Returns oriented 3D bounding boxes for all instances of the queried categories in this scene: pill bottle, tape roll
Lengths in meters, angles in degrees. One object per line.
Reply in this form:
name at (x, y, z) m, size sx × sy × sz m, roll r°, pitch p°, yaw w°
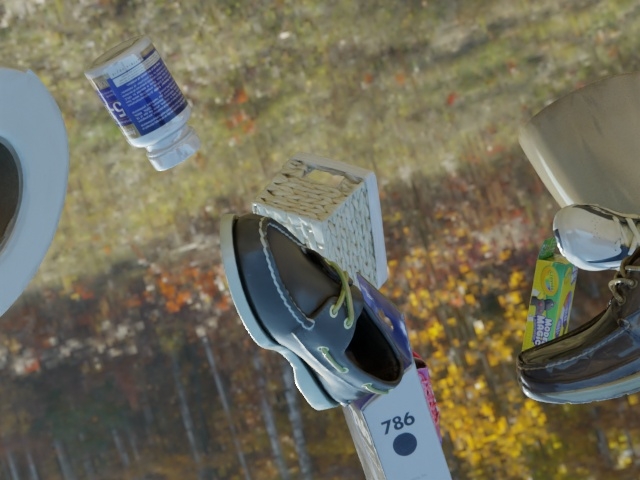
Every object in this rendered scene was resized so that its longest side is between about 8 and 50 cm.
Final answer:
pill bottle at (-0.261, -0.204, 1.691) m, size 0.112 × 0.186 × 0.112 m, roll -26°, pitch -159°, yaw 11°
tape roll at (-0.353, -0.050, 0.939) m, size 0.169 × 0.246 × 0.246 m, roll 19°, pitch -168°, yaw 21°

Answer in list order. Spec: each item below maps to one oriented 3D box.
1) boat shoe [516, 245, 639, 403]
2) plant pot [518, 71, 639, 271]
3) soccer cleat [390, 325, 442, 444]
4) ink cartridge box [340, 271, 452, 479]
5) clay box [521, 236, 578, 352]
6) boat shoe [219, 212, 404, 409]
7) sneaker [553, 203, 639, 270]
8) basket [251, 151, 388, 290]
boat shoe at (0.372, 0.066, 1.225) m, size 0.356 × 0.130 × 0.132 m, roll -22°, pitch -171°, yaw 2°
plant pot at (0.498, -0.096, 1.864) m, size 0.257 × 0.274 × 0.256 m, roll -16°, pitch 161°, yaw -6°
soccer cleat at (0.126, 0.214, 1.562) m, size 0.095 × 0.248 × 0.083 m, roll -28°, pitch -147°, yaw 11°
ink cartridge box at (0.075, 0.205, 1.040) m, size 0.065 × 0.332 × 0.165 m, roll -19°, pitch -167°, yaw -7°
clay box at (0.383, 0.107, 1.859) m, size 0.053 × 0.222 × 0.127 m, roll 12°, pitch -171°, yaw 22°
boat shoe at (-0.002, 0.046, 0.765) m, size 0.069 × 0.081 × 0.227 m, roll -11°, pitch 147°, yaw 15°
sneaker at (0.428, -0.005, 1.441) m, size 0.235 × 0.094 × 0.153 m, roll 24°, pitch 153°, yaw -25°
basket at (0.000, 0.000, 1.289) m, size 0.113 × 0.167 × 0.103 m, roll 17°, pitch -134°, yaw 30°
